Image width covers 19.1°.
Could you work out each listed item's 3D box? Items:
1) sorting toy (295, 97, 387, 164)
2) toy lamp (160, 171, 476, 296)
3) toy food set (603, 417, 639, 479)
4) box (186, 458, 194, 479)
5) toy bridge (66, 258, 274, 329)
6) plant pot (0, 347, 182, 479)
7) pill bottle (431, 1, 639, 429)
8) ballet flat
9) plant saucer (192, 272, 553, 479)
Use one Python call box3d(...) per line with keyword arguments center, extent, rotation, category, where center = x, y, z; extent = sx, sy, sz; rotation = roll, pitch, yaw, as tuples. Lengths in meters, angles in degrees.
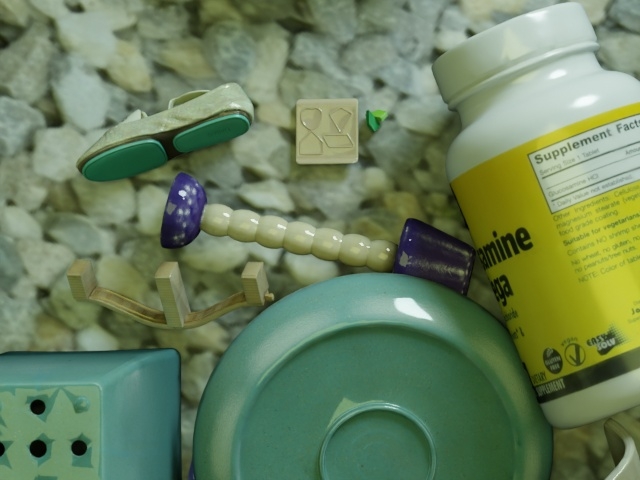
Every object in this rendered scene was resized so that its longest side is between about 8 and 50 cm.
box3d(center=(0.019, -0.099, 1.725), extent=(0.083, 0.012, 0.062), rotation=(0, 81, 7), category="sorting toy")
box3d(center=(0.000, 0.000, 1.687), extent=(0.275, 0.080, 0.080), rotation=(14, 87, 5), category="toy lamp")
box3d(center=(0.175, 0.316, 1.548), extent=(0.306, 0.092, 0.219), rotation=(-40, 126, -29), category="toy food set")
box3d(center=(-0.050, 0.220, 1.699), extent=(0.136, 0.028, 0.081), rotation=(13, 87, 7), category="box")
box3d(center=(-0.131, 0.049, 1.698), extent=(0.188, 0.026, 0.063), rotation=(1, 126, 17), category="toy bridge")
box3d(center=(-0.215, 0.174, 1.609), extent=(0.165, 0.234, 0.165), rotation=(-1, 86, 4), category="plant pot")
box3d(center=(0.220, -0.023, 1.619), extent=(0.188, 0.188, 0.334), rotation=(-22, 84, 2), category="pill bottle")
box3d(center=(-0.142, -0.100, 1.724), extent=(0.168, 0.057, 0.052), rotation=(-17, 57, -1), category="ballet flat")
box3d(center=(0.048, 0.187, 1.646), extent=(0.318, 0.044, 0.317), rotation=(-1, 100, -4), category="plant saucer")
